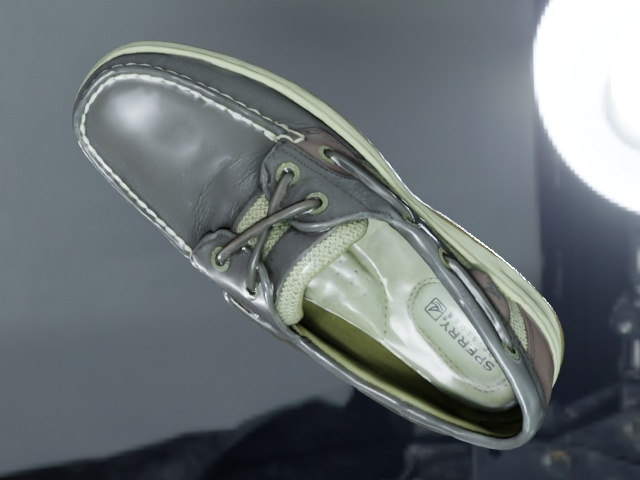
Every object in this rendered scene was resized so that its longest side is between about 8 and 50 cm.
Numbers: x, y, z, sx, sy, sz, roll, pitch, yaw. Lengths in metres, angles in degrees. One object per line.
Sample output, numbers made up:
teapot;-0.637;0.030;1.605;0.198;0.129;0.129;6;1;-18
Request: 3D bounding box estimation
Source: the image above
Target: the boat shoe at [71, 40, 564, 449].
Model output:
boat shoe;0.000;0.001;0.514;0.223;0.080;0.073;36;-165;-5
